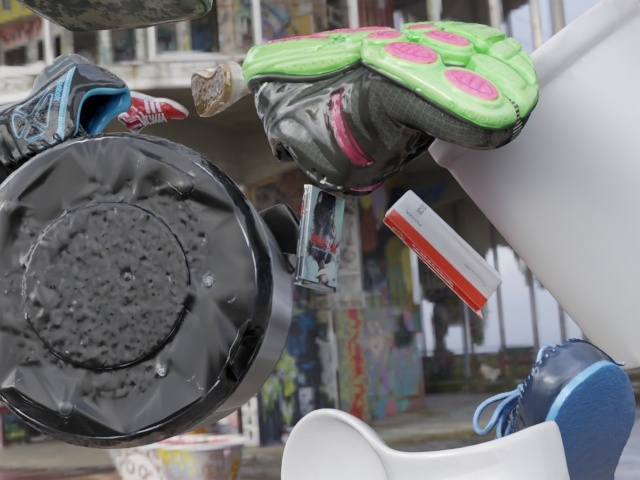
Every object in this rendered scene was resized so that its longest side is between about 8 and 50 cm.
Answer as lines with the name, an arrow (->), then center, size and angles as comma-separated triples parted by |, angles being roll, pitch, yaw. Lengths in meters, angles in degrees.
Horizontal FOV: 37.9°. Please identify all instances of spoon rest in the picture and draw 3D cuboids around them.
spoon rest -> 0.055, 0.189, 0.730 | 0.084, 0.137, 0.276 | 5, -21, -43

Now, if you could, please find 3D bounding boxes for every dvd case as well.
dvd case -> 0.000, 0.000, 1.128 | 0.013, 0.119, 0.087 | 3, -9, 30

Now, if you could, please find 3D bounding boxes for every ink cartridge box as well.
ink cartridge box -> 0.175, 0.012, 1.313 | 0.066, 0.189, 0.232 | -46, -1, 4

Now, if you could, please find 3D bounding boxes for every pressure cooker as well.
pressure cooker -> -0.225, 0.079, 1.207 | 0.370, 0.375, 0.420 | 15, -7, 6

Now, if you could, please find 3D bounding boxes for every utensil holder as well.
utensil holder -> 0.382, -0.072, 1.220 | 0.327, 0.385, 0.327 | -37, -3, -3

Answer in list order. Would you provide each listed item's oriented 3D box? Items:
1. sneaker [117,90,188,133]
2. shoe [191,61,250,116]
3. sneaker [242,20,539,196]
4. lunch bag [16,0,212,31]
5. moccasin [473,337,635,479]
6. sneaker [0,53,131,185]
sneaker -> -0.285, -0.208, 1.572 | 0.118, 0.067, 0.042 | 15, -24, 18
shoe -> -0.154, -0.236, 1.463 | 0.058, 0.076, 0.219 | -9, 7, -22
sneaker -> 0.080, -0.151, 1.111 | 0.185, 0.202, 0.483 | -17, 18, -27
lunch bag -> -0.266, -0.426, 1.186 | 0.305, 0.256, 0.212 | 1, -20, 38
moccasin -> 0.213, 0.194, 0.906 | 0.137, 0.117, 0.342 | -27, -38, -14
sneaker -> -0.436, -0.154, 1.434 | 0.139, 0.341, 0.125 | 24, -25, 29
